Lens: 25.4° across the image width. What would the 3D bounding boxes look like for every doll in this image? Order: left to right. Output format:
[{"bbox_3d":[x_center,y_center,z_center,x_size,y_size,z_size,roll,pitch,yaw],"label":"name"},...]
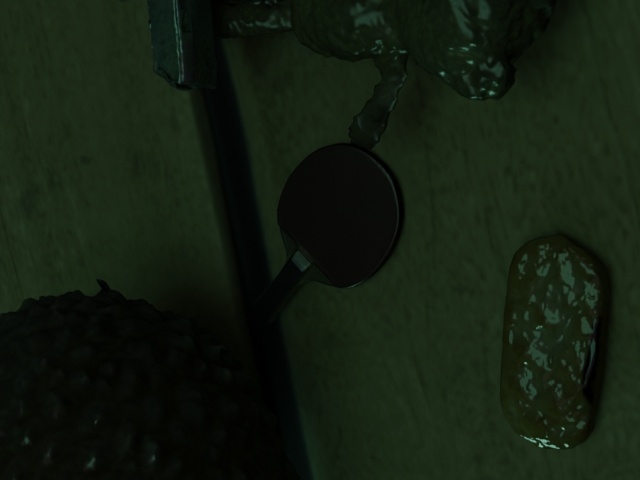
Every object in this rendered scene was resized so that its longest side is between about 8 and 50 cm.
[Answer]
[{"bbox_3d":[0.019,-0.150,0.927,0.286,0.091,0.202,-23,69,33],"label":"doll"}]

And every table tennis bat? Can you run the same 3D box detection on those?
[{"bbox_3d":[0.000,0.000,1.015,0.095,0.014,0.158,47,120,15],"label":"table tennis bat"}]

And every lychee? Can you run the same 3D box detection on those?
[{"bbox_3d":[-0.154,0.181,1.015,0.300,0.300,0.300,9,106,33],"label":"lychee"}]

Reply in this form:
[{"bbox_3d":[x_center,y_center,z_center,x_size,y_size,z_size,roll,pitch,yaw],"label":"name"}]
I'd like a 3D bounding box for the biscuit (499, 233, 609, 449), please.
[{"bbox_3d":[0.151,0.068,0.923,0.071,0.018,0.147,13,109,34],"label":"biscuit"}]

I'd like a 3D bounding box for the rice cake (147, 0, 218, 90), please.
[{"bbox_3d":[-0.096,-0.206,0.951,0.034,0.043,0.210,1,98,37],"label":"rice cake"}]
